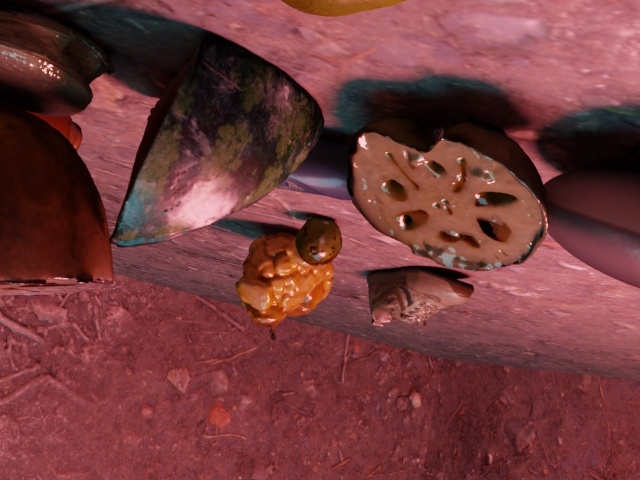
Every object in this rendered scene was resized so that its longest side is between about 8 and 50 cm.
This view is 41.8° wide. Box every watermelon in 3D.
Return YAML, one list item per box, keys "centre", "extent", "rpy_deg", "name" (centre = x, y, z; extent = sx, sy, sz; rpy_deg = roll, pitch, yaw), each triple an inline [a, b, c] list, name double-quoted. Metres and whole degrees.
- centre: [-0.104, -0.071, 0.747]
  extent: [0.136, 0.207, 0.202]
  rpy_deg: [40, 180, -12]
  name: "watermelon"

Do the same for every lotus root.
- centre: [0.117, -0.056, 0.744]
  extent: [0.183, 0.078, 0.203]
  rpy_deg: [26, 156, 5]
  name: "lotus root"
- centre: [-0.310, -0.033, 0.725]
  extent: [0.272, 0.191, 0.272]
  rpy_deg: [-2, 168, 0]
  name: "lotus root"

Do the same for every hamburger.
- centre: [-0.251, -0.152, 0.702]
  extent: [0.133, 0.062, 0.140]
  rpy_deg: [1, 164, 34]
  name: "hamburger"

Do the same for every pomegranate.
- centre: [-0.001, 0.004, 1.236]
  extent: [0.073, 0.073, 0.084]
  rpy_deg: [9, 169, 13]
  name: "pomegranate"

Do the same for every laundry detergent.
- centre: [-0.003, -0.074, 0.853]
  extent: [0.206, 0.061, 0.096]
  rpy_deg: [11, 167, 1]
  name: "laundry detergent"

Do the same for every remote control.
- centre: [0.350, 0.009, 0.739]
  extent: [0.332, 0.103, 0.221]
  rpy_deg: [17, -172, -7]
  name: "remote control"

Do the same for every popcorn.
- centre: [-0.062, 0.052, 1.394]
  extent: [0.140, 0.163, 0.194]
  rpy_deg: [26, -150, 27]
  name: "popcorn"

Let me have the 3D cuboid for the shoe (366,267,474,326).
- centre: [0.174, 0.107, 1.537]
  extent: [0.103, 0.098, 0.275]
  rpy_deg: [12, 169, -25]
  name: "shoe"

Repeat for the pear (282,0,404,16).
- centre: [0.015, -0.146, 0.377]
  extent: [0.092, 0.097, 0.092]
  rpy_deg: [43, 169, 10]
  name: "pear"

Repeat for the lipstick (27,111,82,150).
- centre: [-0.384, -0.159, 0.760]
  extent: [0.077, 0.077, 0.418]
  rpy_deg: [4, 168, 33]
  name: "lipstick"
